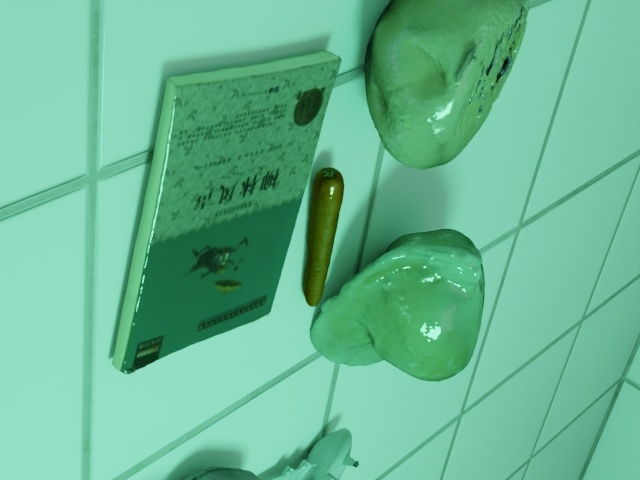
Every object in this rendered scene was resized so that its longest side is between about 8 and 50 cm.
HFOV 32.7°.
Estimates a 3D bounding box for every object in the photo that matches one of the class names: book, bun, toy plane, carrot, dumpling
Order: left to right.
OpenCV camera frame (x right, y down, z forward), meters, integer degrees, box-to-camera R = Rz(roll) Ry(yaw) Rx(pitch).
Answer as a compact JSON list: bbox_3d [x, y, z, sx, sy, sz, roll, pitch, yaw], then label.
[{"bbox_3d":[-0.112,-0.033,1.280,0.264,0.031,0.379,-20,135,-45],"label":"book"},{"bbox_3d":[-0.019,0.425,1.807,0.255,0.101,0.251,-52,139,-8],"label":"toy plane"},{"bbox_3d":[0.000,0.000,1.472,0.043,0.043,0.247,-32,145,-37],"label":"carrot"},{"bbox_3d":[0.149,0.107,1.632,0.270,0.212,0.320,-28,130,-36],"label":"dumpling"},{"bbox_3d":[0.153,-0.226,1.352,0.273,0.168,0.273,-52,161,-26],"label":"bun"}]

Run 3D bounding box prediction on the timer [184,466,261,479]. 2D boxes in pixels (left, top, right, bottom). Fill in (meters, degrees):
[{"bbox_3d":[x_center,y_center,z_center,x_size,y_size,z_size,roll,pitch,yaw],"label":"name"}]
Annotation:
[{"bbox_3d":[-0.179,0.419,1.587,0.208,0.069,0.191,-54,152,6],"label":"timer"}]
